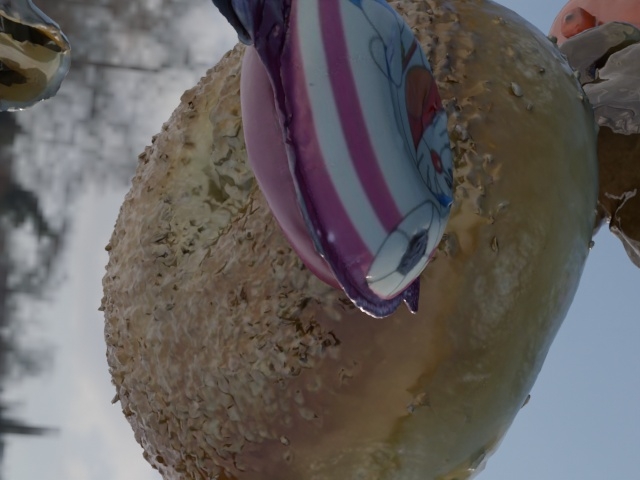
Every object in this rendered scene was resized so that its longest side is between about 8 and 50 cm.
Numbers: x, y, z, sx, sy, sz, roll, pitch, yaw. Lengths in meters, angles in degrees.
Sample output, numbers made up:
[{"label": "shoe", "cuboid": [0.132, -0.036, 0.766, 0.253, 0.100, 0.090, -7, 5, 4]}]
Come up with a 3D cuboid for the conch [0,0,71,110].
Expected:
[{"label": "conch", "cuboid": [-0.164, -0.163, 0.658, 0.291, 0.159, 0.210, 33, -38, 26]}]

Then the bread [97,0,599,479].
[{"label": "bread", "cuboid": [0.000, 0.000, 0.964, 0.305, 0.159, 0.305, -32, -136, 37]}]

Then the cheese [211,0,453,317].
[{"label": "cheese", "cuboid": [-0.002, -0.067, 0.727, 0.155, 0.062, 0.244, -85, 154, -45]}]

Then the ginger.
[{"label": "ginger", "cuboid": [0.185, -0.051, 1.040, 0.333, 0.080, 0.166, 1, -128, 43]}]

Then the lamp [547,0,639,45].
[{"label": "lamp", "cuboid": [0.247, -0.130, 1.435, 0.187, 0.164, 0.187, -45, -151, 33]}]
